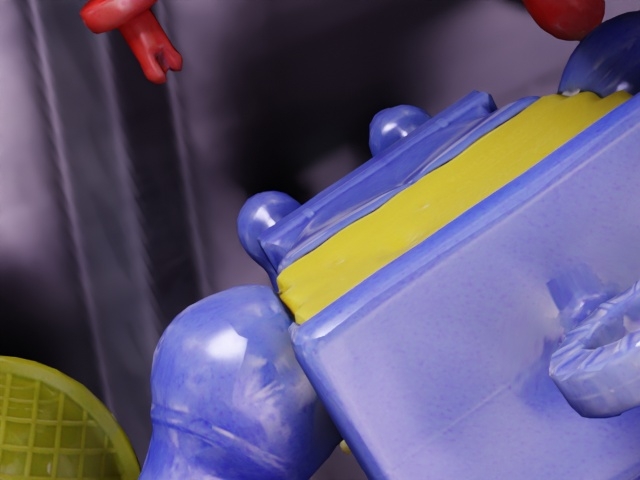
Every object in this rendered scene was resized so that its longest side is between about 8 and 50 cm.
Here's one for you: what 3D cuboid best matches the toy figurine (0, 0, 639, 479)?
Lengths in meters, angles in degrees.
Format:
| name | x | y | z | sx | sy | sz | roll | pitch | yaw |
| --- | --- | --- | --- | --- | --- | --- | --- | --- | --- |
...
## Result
| name | x | y | z | sx | sy | sz | roll | pitch | yaw |
| --- | --- | --- | --- | --- | --- | --- | --- | --- | --- |
| toy figurine | 0.000 | 0.000 | 0.426 | 0.362 | 0.217 | 0.191 | -32 | 108 | -10 |
